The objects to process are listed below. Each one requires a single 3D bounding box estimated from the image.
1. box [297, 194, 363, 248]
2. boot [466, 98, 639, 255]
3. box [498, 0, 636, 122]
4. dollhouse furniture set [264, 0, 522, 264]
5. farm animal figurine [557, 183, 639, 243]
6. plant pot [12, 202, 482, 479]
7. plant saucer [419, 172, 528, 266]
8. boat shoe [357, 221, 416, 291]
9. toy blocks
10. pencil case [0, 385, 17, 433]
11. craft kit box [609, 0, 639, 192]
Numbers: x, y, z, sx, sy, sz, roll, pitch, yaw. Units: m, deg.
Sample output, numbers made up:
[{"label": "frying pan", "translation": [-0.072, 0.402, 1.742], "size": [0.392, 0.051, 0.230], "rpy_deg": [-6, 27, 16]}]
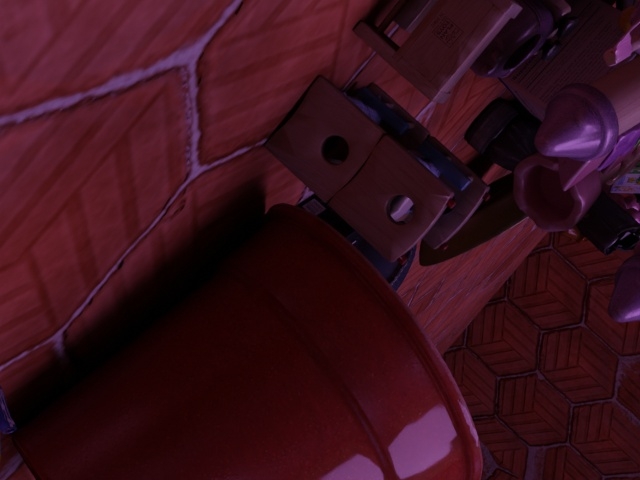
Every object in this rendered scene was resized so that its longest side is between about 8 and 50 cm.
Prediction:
[{"label": "box", "translation": [0.000, 0.000, 1.025], "size": [0.062, 0.052, 0.083], "rpy_deg": [-34, 162, -44]}, {"label": "boot", "translation": [0.294, -0.068, 1.382], "size": [0.091, 0.229, 0.263], "rpy_deg": [-51, 167, 20]}, {"label": "box", "translation": [0.273, -0.173, 1.170], "size": [0.126, 0.137, 0.072], "rpy_deg": [-48, 130, 6]}, {"label": "dollhouse furniture set", "translation": [0.083, -0.095, 0.814], "size": [0.184, 0.129, 0.129], "rpy_deg": [-50, 168, 17]}, {"label": "farm animal figurine", "translation": [0.416, -0.156, 1.674], "size": [0.327, 0.172, 0.330], "rpy_deg": [-61, -172, -23]}, {"label": "plant pot", "translation": [-0.067, 0.156, 0.864], "size": [0.265, 0.272, 0.272], "rpy_deg": [-34, 165, -18]}, {"label": "plant saucer", "translation": [0.229, -0.043, 1.546], "size": [0.241, 0.037, 0.241], "rpy_deg": [-31, -174, 4]}, {"label": "boat shoe", "translation": [0.000, 0.062, 1.143], "size": [0.254, 0.095, 0.079], "rpy_deg": [-35, 177, -12]}, {"label": "toy blocks", "translation": [0.217, -0.115, 0.832], "size": [0.260, 0.309, 0.289], "rpy_deg": [-30, 161, -34]}, {"label": "pencil case", "translation": [-0.217, 0.088, 0.410], "size": [0.124, 0.124, 0.284], "rpy_deg": [-46, 167, 0]}, {"label": "craft kit box", "translation": [0.369, -0.191, 1.324], "size": [0.246, 0.060, 0.250], "rpy_deg": [13, 79, -75]}]
